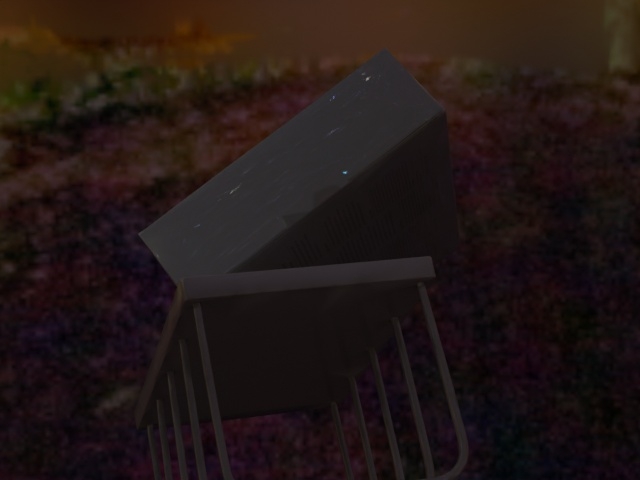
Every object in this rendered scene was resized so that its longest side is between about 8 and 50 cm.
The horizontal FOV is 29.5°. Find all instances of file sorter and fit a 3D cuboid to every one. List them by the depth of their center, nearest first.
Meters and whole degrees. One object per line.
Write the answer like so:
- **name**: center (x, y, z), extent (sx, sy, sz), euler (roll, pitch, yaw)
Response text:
- **file sorter**: center (-0.025, 0.156, 0.962), extent (0.193, 0.173, 0.278), euler (-4, -26, -18)

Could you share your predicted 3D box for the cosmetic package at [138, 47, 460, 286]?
- **cosmetic package**: center (0.000, 0.000, 1.243), extent (0.284, 0.097, 0.377), euler (-39, -20, -6)
